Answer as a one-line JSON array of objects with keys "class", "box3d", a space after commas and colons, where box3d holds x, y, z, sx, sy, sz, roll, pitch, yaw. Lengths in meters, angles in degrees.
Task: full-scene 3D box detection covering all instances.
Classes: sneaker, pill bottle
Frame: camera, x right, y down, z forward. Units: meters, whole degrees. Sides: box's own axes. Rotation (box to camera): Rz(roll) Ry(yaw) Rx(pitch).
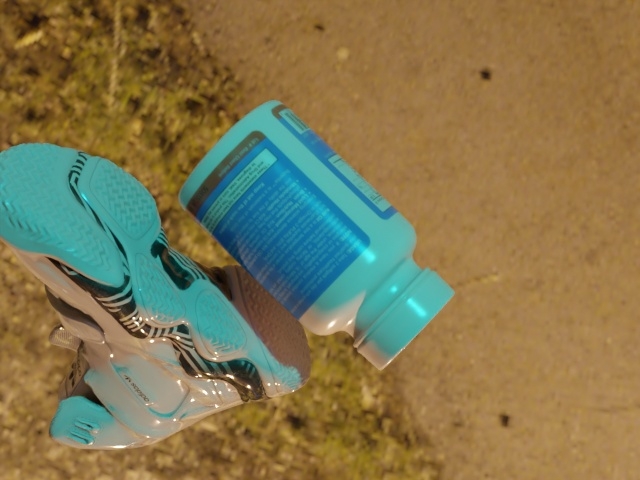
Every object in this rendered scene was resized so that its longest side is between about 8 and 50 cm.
[{"class": "sneaker", "box3d": [-0.190, 0.070, 1.186, 0.210, 0.137, 0.366, -31, 136, 23]}, {"class": "pill bottle", "box3d": [0.000, 0.000, 1.149, 0.221, 0.124, 0.124, 44, 136, 5]}]
